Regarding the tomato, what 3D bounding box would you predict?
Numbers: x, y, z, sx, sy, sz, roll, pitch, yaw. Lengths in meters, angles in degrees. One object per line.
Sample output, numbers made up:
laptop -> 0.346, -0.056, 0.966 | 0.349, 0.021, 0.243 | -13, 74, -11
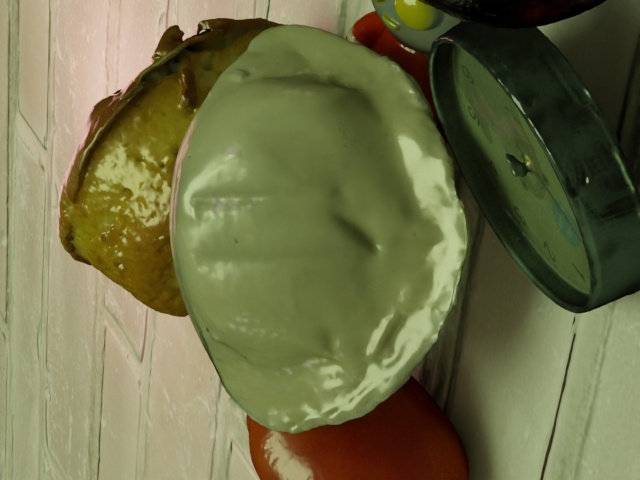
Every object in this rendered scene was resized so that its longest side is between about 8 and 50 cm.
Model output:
tomato -> 0.042, 0.221, 1.724 | 0.180, 0.260, 0.260 | -47, 45, 11

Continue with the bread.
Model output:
bread -> -0.125, -0.080, 1.879 | 0.204, 0.337, 0.358 | 42, 142, 18

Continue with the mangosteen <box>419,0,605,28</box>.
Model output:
mangosteen -> 0.148, -0.292, 1.265 | 0.288, 0.288, 0.288 | 33, 127, 57

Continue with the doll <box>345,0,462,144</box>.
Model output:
doll -> 0.092, -0.198, 1.592 | 0.200, 0.105, 0.336 | 43, 138, 32

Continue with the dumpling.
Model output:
dumpling -> 0.000, 0.000, 1.564 | 0.315, 0.233, 0.395 | 16, 99, 40

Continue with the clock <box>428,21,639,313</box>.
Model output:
clock -> 0.181, -0.065, 1.395 | 0.281, 0.055, 0.280 | 59, 170, 17
